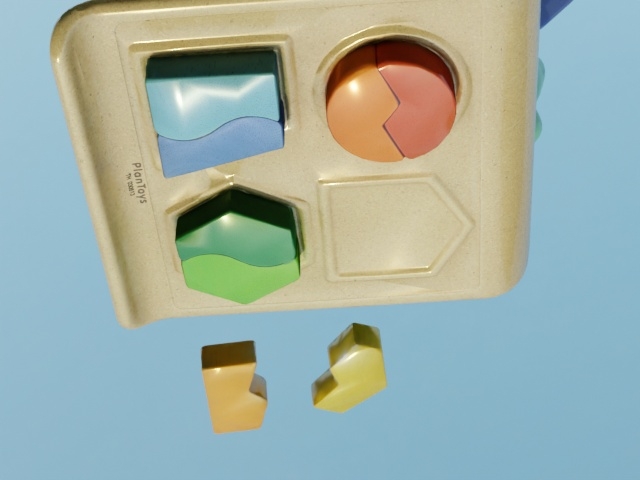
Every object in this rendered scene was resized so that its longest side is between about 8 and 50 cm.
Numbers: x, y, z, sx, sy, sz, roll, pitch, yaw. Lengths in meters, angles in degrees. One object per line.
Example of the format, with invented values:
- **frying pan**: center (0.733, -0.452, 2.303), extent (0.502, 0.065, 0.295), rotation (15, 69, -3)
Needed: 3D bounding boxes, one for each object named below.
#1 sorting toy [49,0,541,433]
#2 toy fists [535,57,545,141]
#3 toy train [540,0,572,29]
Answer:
- **sorting toy**: center (0.000, 0.000, 0.732), extent (0.229, 0.307, 0.041), rotation (-7, -136, -1)
- **toy fists**: center (0.034, -0.147, 0.818), extent (0.142, 0.279, 0.096), rotation (-27, -157, 14)
- **toy train**: center (0.086, -0.264, 0.916), extent (0.248, 0.105, 0.143), rotation (37, -112, -5)
